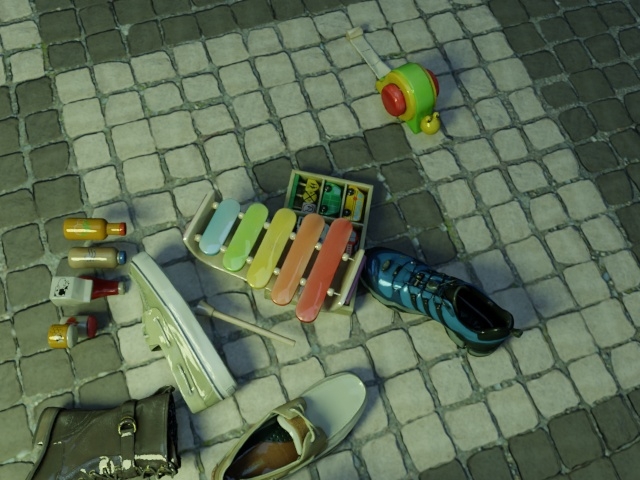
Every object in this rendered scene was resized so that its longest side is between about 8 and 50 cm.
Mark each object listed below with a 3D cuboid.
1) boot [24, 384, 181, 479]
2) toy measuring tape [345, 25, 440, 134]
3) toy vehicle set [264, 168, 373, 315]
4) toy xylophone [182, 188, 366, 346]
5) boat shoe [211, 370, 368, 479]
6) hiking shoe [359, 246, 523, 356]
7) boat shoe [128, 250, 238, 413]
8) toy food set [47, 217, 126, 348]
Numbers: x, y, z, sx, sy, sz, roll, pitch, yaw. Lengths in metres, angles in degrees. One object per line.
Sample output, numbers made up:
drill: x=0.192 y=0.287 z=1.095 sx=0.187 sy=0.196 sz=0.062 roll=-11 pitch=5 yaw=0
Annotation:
boot: x=-0.333 y=0.361 z=1.015 sx=0.228 sy=0.091 sz=0.263 roll=-4 pitch=64 yaw=3
toy measuring tape: x=0.156 y=-0.360 z=1.376 sx=0.121 sy=0.121 sz=0.330 roll=-26 pitch=70 yaw=-15
toy vehicle set: x=0.000 y=0.000 z=1.245 sx=0.165 sy=0.035 sz=0.267 roll=11 pitch=66 yaw=1
toy xylophone: x=-0.089 y=0.048 z=1.152 sx=0.322 sy=0.081 sz=0.236 roll=14 pitch=66 yaw=3
boat shoe: x=-0.039 y=0.318 z=1.063 sx=0.302 sy=0.103 sz=0.113 roll=-37 pitch=74 yaw=-18
hiking shoe: x=0.208 y=0.088 z=1.160 sx=0.304 sy=0.132 sz=0.113 roll=29 pitch=65 yaw=4
boat shoe: x=-0.257 y=0.155 z=1.120 sx=0.094 sy=0.109 sz=0.302 roll=-33 pitch=75 yaw=-15
toy food set: x=-0.397 y=0.080 z=1.138 sx=0.104 sy=0.111 sz=0.233 roll=0 pitch=63 yaw=-4
